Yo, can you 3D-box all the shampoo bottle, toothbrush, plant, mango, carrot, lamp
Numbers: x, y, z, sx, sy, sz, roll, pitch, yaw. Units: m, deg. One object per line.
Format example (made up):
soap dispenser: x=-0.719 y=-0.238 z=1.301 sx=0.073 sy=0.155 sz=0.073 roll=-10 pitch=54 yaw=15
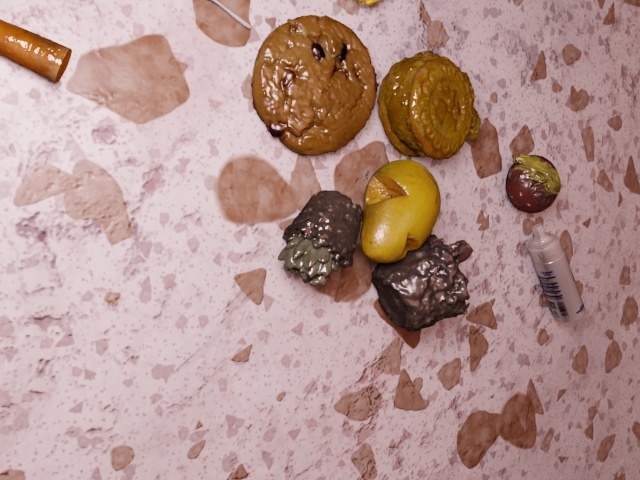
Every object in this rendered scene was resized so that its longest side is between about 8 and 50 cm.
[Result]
shampoo bottle: x=0.659 y=0.087 z=1.503 sx=0.092 sy=0.092 sz=0.303 roll=-36 pitch=109 yaw=-24
toothbrush: x=-0.200 y=-0.445 z=1.000 sx=0.162 sy=0.014 sz=0.017 roll=29 pitch=97 yaw=-30
plant: x=0.000 y=0.000 z=1.080 sx=0.129 sy=0.132 sz=0.194 roll=37 pitch=69 yaw=-24
mango: x=0.167 y=-0.063 z=1.154 sx=0.167 sy=0.130 sz=0.262 roll=29 pitch=60 yaw=-16
plant: x=0.240 y=0.089 z=1.200 sx=0.234 sy=0.204 sz=0.178 roll=-27 pitch=110 yaw=-20
carrot: x=-0.495 y=-0.319 z=0.810 sx=0.209 sy=0.061 sz=0.061 roll=25 pitch=80 yaw=-25
lamp: x=0.572 y=-0.150 z=1.409 sx=0.157 sy=0.135 sz=0.156 roll=0 pitch=93 yaw=-33

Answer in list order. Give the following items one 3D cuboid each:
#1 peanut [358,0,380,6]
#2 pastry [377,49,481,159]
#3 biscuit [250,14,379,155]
peanut: x=0.113 y=-0.606 z=1.137 sx=0.087 sy=0.087 sz=0.207 roll=7 pitch=91 yaw=-31
pastry: x=0.245 y=-0.308 z=1.220 sx=0.235 sy=0.132 sz=0.240 roll=-31 pitch=115 yaw=-35
biscuit: x=-0.003 y=-0.320 z=1.090 sx=0.296 sy=0.075 sz=0.296 roll=-2 pitch=94 yaw=-30
